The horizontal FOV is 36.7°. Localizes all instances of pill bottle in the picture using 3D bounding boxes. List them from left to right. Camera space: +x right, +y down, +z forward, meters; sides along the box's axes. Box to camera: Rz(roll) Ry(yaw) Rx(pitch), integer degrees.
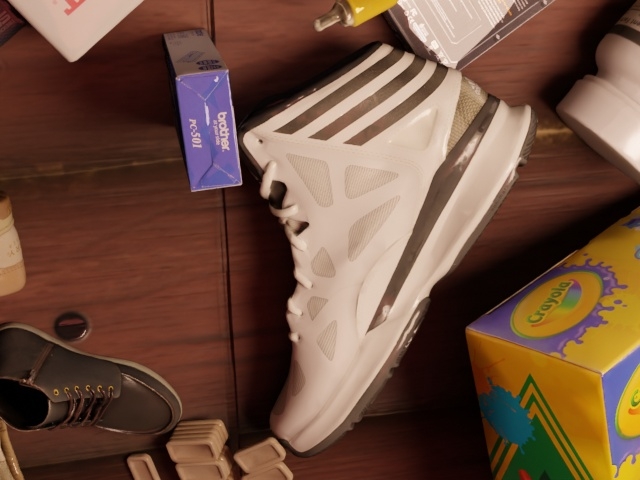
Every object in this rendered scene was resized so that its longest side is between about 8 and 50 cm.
[{"bbox_3d":[0.385,-0.196,0.970,0.161,0.161,0.283,37,99,-23],"label":"pill bottle"}]

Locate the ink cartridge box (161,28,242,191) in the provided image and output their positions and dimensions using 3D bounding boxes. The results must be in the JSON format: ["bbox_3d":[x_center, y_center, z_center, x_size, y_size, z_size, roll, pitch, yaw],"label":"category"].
[{"bbox_3d":[-0.108,-0.123,0.859,0.046,0.207,0.097,-9,113,-9],"label":"ink cartridge box"}]

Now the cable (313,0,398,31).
[{"bbox_3d":[0.110,-0.282,0.885,0.287,0.072,0.139,-14,97,-21],"label":"cable"}]

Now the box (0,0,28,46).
[{"bbox_3d":[-0.399,-0.194,0.841,0.232,0.059,0.183,-38,114,6],"label":"box"}]

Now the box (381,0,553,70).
[{"bbox_3d":[0.120,-0.295,0.927,0.183,0.056,0.231,-37,115,2],"label":"box"}]

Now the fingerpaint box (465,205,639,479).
[{"bbox_3d":[0.382,0.162,1.012,0.444,0.163,0.371,-29,118,-32],"label":"fingerpaint box"}]

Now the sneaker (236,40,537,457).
[{"bbox_3d":[0.000,-0.001,0.992,0.257,0.169,0.447,29,111,-1],"label":"sneaker"}]

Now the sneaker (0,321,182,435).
[{"bbox_3d":[-0.245,0.171,0.993,0.222,0.118,0.083,24,104,-20],"label":"sneaker"}]

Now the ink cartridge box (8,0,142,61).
[{"bbox_3d":[-0.227,-0.379,0.755,0.279,0.160,0.385,-40,115,5],"label":"ink cartridge box"}]

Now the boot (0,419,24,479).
[{"bbox_3d":[-0.414,0.208,0.993,0.165,0.077,0.213,-19,119,-4],"label":"boot"}]

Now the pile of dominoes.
[{"bbox_3d":[-0.097,0.317,1.111,0.196,0.040,0.251,-8,116,21],"label":"pile of dominoes"}]

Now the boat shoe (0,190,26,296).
[{"bbox_3d":[-0.452,0.040,0.892,0.341,0.122,0.110,-11,113,-10],"label":"boat shoe"}]
